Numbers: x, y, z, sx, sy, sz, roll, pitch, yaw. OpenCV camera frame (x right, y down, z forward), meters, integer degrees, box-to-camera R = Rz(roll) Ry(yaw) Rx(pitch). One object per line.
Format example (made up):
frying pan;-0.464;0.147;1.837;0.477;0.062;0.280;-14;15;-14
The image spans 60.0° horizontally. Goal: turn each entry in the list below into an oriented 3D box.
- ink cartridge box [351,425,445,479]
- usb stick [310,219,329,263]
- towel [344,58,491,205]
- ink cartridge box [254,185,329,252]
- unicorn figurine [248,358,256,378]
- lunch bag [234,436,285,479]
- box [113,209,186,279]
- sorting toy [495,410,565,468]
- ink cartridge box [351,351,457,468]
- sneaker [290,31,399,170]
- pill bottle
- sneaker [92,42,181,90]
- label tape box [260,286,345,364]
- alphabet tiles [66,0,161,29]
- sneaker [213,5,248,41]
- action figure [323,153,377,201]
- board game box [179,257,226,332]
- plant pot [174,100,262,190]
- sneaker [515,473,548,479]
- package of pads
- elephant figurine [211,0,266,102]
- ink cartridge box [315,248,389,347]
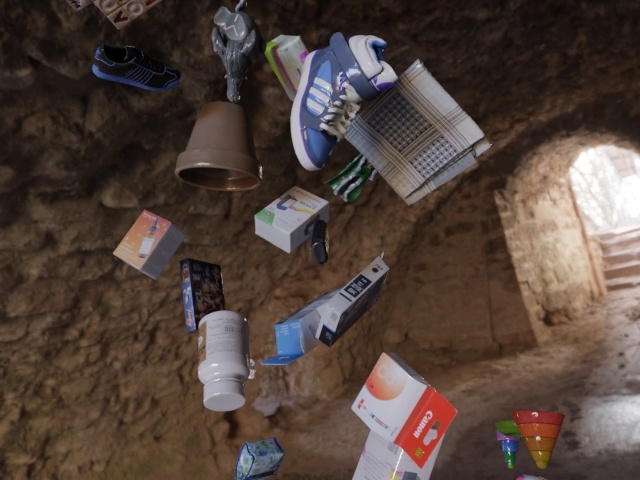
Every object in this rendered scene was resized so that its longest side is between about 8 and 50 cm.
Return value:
ink cartridge box;0.200;0.670;1.579;0.119;0.353;0.207;24;-7;-17
usb stick;0.000;0.000;1.601;0.045;0.077;0.278;-12;13;4
towel;0.263;-0.281;1.548;0.312;0.324;0.056;-38;16;31
ink cartridge box;-0.093;-0.075;1.863;0.212;0.154;0.093;-39;-34;-37
unicorn figurine;-0.264;0.456;1.923;0.060;0.111;0.161;22;-65;-28
lunch bag;-0.206;0.742;1.834;0.129;0.096;0.151;6;-62;-37
box;-0.530;0.012;1.725;0.130;0.170;0.091;23;-16;29
sorting toy;0.521;0.524;1.411;0.127;0.126;0.365;3;-26;4
ink cartridge box;0.156;0.327;1.074;0.045;0.145;0.179;14;19;-44
sneaker;0.065;-0.332;1.305;0.236;0.322;0.130;-3;-16;35
pill bottle;-0.245;0.306;1.411;0.131;0.229;0.131;-6;-40;-5
sneaker;-0.474;-0.460;1.463;0.232;0.081;0.090;-2;-24;-32
label tape box;-0.044;0.293;1.907;0.348;0.115;0.249;-28;1;-27
alphabet tiles;-0.440;-0.545;1.117;0.198;0.009;0.237;-30;-36;8
sneaker;-0.190;-0.488;1.266;0.061;0.152;0.053;23;-68;-43
action figure;0.136;-0.227;1.774;0.137;0.063;0.232;27;-66;-40
board game box;-0.389;0.190;1.858;0.042;0.243;0.165;-20;-21;26
plant pot;-0.305;-0.294;1.715;0.263;0.229;0.263;2;-11;0
sneaker;0.457;0.524;0.995;0.103;0.252;0.111;-44;-8;-22
package of pads;-0.081;-0.569;1.875;0.101;0.229;0.296;-32;27;-2
elephant figurine;-0.239;-0.552;1.614;0.169;0.186;0.239;-31;31;22
ink cartridge box;0.119;0.172;1.701;0.333;0.065;0.165;-39;-27;-40
